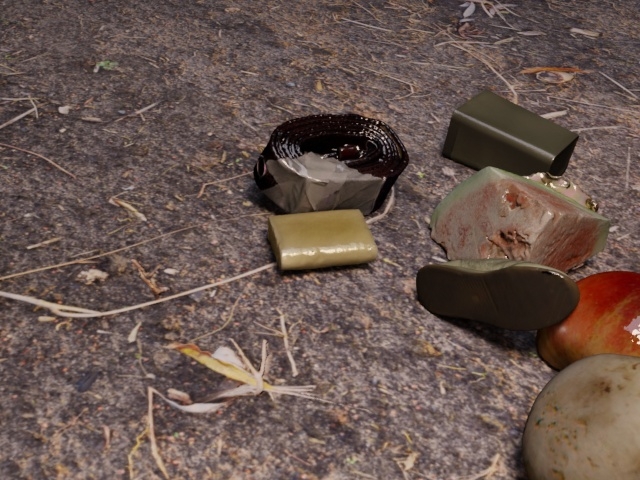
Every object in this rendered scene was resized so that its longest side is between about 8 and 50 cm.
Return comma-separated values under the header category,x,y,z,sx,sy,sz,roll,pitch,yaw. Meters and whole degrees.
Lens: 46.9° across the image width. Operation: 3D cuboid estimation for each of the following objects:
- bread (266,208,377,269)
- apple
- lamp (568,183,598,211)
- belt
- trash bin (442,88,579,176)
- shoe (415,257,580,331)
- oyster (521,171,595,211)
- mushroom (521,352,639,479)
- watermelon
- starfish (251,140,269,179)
category,x,y,z,sx,sy,sz,roll,pitch,yaw
bread,0.000,0.000,1.324,0.178,0.060,0.139,-4,38,-12
apple,0.494,0.142,1.132,0.251,0.163,0.293,-18,45,-27
lamp,0.539,-0.086,1.532,0.083,0.031,0.063,35,8,18
belt,0.016,-0.136,1.429,0.289,0.164,0.184,-5,60,-26
trash bin,0.415,-0.213,1.618,0.240,0.122,0.164,31,44,25
shoe,0.288,0.075,1.192,0.275,0.103,0.098,8,18,42
oyster,0.443,-0.076,1.484,0.209,0.072,0.132,-11,70,-1
mushroom,0.391,0.272,0.939,0.244,0.243,0.243,4,38,-3
watermelon,0.355,-0.008,1.335,0.310,0.193,0.232,26,24,9
starfish,-0.077,-0.130,1.505,0.130,0.041,0.133,15,59,-16
